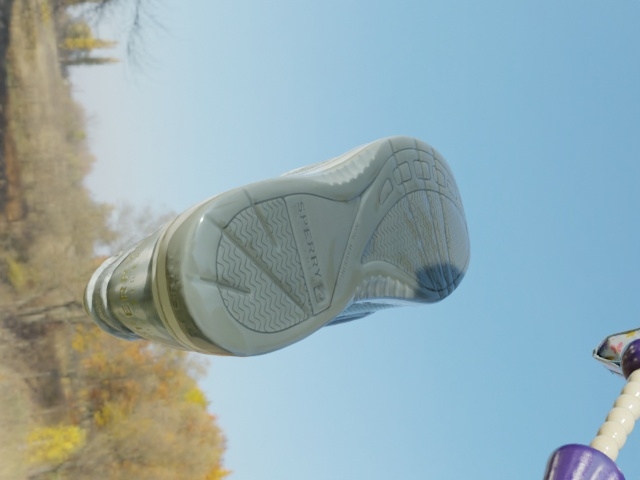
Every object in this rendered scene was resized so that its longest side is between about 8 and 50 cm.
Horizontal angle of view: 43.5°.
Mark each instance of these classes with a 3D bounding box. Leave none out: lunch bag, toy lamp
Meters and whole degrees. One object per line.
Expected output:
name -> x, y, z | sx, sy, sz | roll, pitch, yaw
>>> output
lunch bag -> 0.390, 0.147, 0.993 | 0.083, 0.071, 0.053 | -21, -136, 38
toy lamp -> 0.294, 0.195, 0.808 | 0.080, 0.274, 0.080 | 19, -57, 32

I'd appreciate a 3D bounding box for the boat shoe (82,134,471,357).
boat shoe -> 0.000, 0.003, 0.527 | 0.103, 0.320, 0.118 | -9, -84, 38
